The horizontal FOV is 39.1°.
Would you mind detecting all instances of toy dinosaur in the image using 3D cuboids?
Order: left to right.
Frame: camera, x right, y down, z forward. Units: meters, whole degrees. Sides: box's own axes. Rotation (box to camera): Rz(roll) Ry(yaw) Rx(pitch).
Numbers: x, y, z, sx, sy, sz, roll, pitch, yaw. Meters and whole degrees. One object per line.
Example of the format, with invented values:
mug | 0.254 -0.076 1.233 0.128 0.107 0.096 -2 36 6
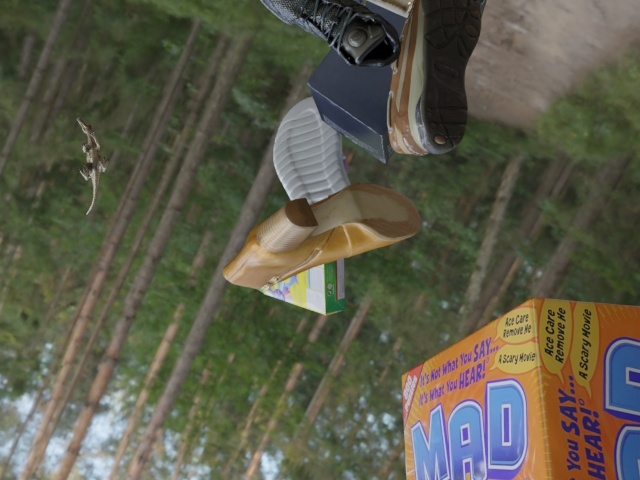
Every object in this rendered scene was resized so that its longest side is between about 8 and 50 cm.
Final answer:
toy dinosaur | -0.418 -0.138 1.670 0.053 0.183 0.092 -5 -172 -12

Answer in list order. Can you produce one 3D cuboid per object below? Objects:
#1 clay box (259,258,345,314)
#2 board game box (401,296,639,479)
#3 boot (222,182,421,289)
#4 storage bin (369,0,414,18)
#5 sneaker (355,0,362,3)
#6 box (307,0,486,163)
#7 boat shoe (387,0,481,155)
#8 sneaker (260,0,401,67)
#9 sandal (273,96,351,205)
clay box | -0.043 0.050 1.661 0.053 0.127 0.222 -11 -164 -36
board game box | 0.330 0.298 1.046 0.356 0.356 0.356 5 158 -16
boot | 0.000 0.001 1.473 0.295 0.211 0.104 -3 -116 -36
storage bin | 0.089 -0.522 1.509 0.262 0.123 0.260 56 -157 13
sneaker | 0.075 -0.544 1.723 0.069 0.082 0.209 49 -151 -54
box | 0.155 -0.360 1.785 0.179 0.343 0.312 36 179 6
boat shoe | 0.159 -0.282 1.391 0.123 0.324 0.120 22 160 -33
sneaker | 0.018 -0.314 1.265 0.227 0.087 0.130 30 -168 -13
sandal | -0.001 -0.137 1.960 0.102 0.169 0.416 45 -155 -49
